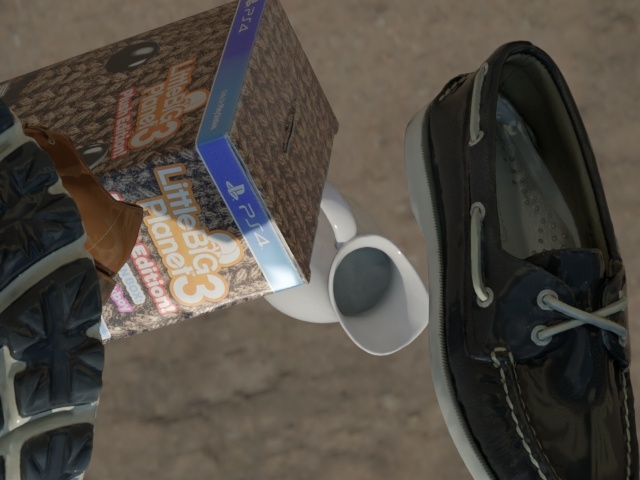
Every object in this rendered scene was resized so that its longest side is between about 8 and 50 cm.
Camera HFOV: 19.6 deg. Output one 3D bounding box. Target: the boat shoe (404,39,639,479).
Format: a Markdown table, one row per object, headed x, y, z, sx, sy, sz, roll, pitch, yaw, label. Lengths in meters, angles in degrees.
| x | y | z | sx | sy | sz | roll | pitch | yaw | label |
| --- | --- | --- | --- | --- | --- | --- | --- | --- | --- |
| 0.119 | 0.025 | 1.026 | 0.114 | 0.302 | 0.091 | 4 | 147 | -34 | boat shoe |

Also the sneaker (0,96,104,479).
| x | y | z | sx | sy | sz | roll | pitch | yaw | label |
| --- | --- | --- | --- | --- | --- | --- | --- | --- | --- |
| -0.143 | -0.021 | 0.586 | 0.110 | 0.283 | 0.122 | -21 | 169 | -10 | sneaker |

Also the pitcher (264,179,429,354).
| x | y | z | sx | sy | sz | roll | pitch | yaw | label |
| --- | --- | --- | --- | --- | --- | --- | --- | --- | --- |
| 0.000 | 0.000 | 1.700 | 0.125 | 0.207 | 0.177 | -31 | 114 | -15 | pitcher |

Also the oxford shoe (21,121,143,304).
| x | y | z | sx | sy | sz | roll | pitch | yaw | label |
| --- | --- | --- | --- | --- | --- | --- | --- | --- | --- |
| -0.183 | -0.042 | 1.048 | 0.212 | 0.076 | 0.076 | 36 | 82 | -45 | oxford shoe |

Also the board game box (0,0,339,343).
| x | y | z | sx | sy | sz | roll | pitch | yaw | label |
| --- | --- | --- | --- | --- | --- | --- | --- | --- | --- |
| -0.154 | -0.046 | 1.463 | 0.291 | 0.232 | 0.141 | -17 | 121 | 18 | board game box |
